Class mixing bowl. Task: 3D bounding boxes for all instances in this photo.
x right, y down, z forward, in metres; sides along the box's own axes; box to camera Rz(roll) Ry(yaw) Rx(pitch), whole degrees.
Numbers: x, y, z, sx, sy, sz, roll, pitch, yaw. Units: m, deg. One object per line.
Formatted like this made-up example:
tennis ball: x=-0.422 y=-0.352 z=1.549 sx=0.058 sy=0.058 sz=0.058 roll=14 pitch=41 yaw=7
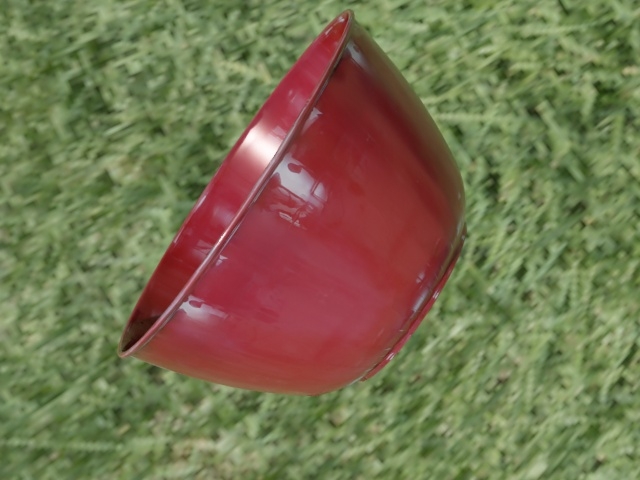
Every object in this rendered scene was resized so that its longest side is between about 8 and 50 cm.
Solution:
mixing bowl: x=0.000 y=0.000 z=0.802 sx=0.098 sy=0.181 sz=0.181 roll=34 pitch=124 yaw=-10
